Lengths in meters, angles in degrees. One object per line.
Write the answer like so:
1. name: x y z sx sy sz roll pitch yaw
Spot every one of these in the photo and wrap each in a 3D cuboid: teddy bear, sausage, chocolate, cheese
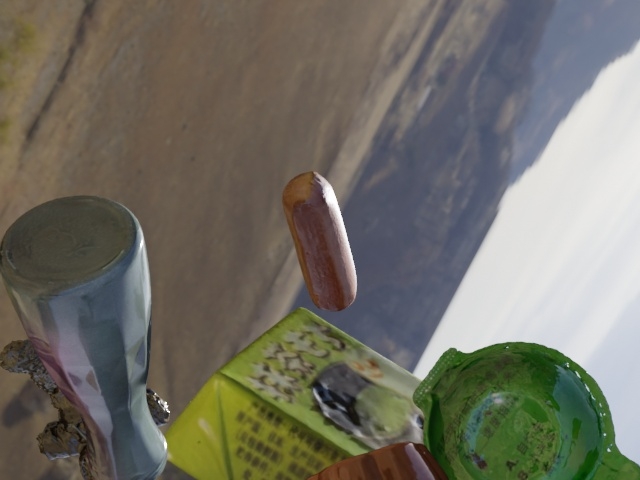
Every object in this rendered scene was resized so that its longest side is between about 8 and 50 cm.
1. teddy bear: -0.183 0.130 0.962 0.078 0.119 0.160 -75 146 -63
2. sausage: 0.000 0.000 0.912 0.131 0.041 0.039 75 21 -44
3. chocolate: 0.005 0.227 1.421 0.137 0.289 0.301 -64 168 21
4. cheese: 0.241 0.234 1.249 0.204 0.320 0.083 -54 167 5

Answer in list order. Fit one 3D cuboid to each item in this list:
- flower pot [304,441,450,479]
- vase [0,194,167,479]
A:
1. flower pot: 0.064 0.291 1.121 0.190 0.173 0.190 -19 160 -7
2. vase: -0.141 0.077 0.768 0.214 0.086 0.086 86 27 -43
